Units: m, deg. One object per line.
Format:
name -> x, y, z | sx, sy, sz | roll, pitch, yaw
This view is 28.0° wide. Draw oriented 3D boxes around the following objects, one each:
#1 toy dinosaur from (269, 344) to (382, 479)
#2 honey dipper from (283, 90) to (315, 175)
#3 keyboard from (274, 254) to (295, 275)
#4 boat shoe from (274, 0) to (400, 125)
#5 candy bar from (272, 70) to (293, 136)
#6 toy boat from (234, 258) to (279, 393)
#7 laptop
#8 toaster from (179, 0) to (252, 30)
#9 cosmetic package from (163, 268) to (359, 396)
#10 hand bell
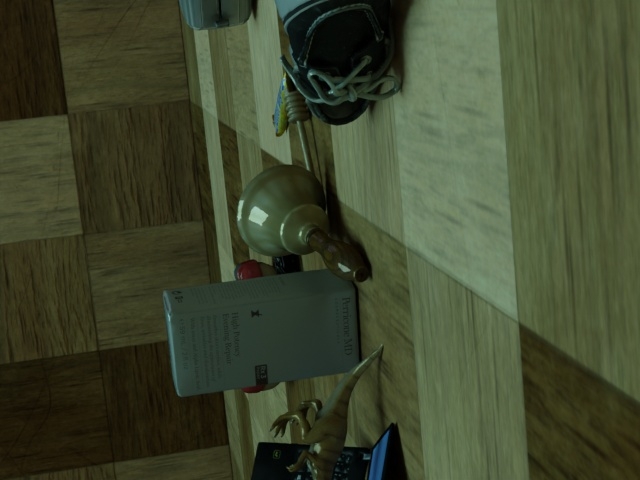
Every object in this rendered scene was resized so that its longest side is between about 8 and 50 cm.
toy dinosaur -> 0.009, 0.212, 1.498 | 0.064, 0.112, 0.211 | 22, -95, -55
honey dipper -> -0.020, -0.119, 1.710 | 0.030, 0.030, 0.161 | 125, 134, -76
keyboard -> -0.035, 0.079, 1.976 | 0.100, 0.038, 0.192 | 38, -141, -70
boat shoe -> 0.017, -0.176, 1.219 | 0.306, 0.113, 0.105 | 122, 134, -79
candy bar -> -0.054, -0.198, 1.877 | 0.161, 0.018, 0.040 | 112, 149, -69
toy boat -> -0.139, 0.152, 2.237 | 0.151, 0.151, 0.231 | -177, 80, -80
laptop -> -0.018, 0.339, 1.509 | 0.136, 0.264, 0.234 | 39, -124, -51
toaster -> -0.181, -0.451, 2.098 | 0.146, 0.129, 0.227 | 92, 165, -53
cosmetic package -> -0.072, 0.111, 1.582 | 0.085, 0.231, 0.117 | -121, 24, -67
hand bell -> 0.000, 0.000, 1.562 | 0.242, 0.126, 0.126 | -143, 45, -58
